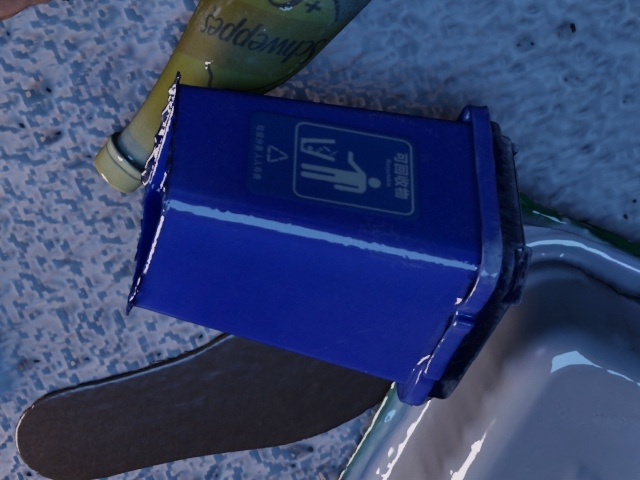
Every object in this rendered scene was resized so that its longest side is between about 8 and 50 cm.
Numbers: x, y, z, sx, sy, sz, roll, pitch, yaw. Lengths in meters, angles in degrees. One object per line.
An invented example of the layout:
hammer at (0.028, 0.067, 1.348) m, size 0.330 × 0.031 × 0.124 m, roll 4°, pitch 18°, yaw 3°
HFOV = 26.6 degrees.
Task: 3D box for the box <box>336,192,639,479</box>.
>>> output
box at (0.174, 0.165, 0.986) m, size 0.264 × 0.106 × 0.337 m, roll 24°, pitch 110°, yaw -7°

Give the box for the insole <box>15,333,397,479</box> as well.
insole at (-0.073, 0.117, 1.020) m, size 0.327 × 0.007 × 0.111 m, roll -16°, pitch 109°, yaw 3°

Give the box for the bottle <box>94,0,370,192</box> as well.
bottle at (-0.052, -0.129, 0.892) m, size 0.083 × 0.083 × 0.269 m, roll 39°, pitch 112°, yaw -16°

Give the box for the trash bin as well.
trash bin at (0.000, 0.000, 0.876) m, size 0.234 × 0.163 × 0.184 m, roll 12°, pitch 137°, yaw -13°

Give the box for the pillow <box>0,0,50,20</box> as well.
pillow at (-0.293, -0.210, 0.842) m, size 0.223 × 0.084 × 0.236 m, roll -22°, pitch 111°, yaw 13°
